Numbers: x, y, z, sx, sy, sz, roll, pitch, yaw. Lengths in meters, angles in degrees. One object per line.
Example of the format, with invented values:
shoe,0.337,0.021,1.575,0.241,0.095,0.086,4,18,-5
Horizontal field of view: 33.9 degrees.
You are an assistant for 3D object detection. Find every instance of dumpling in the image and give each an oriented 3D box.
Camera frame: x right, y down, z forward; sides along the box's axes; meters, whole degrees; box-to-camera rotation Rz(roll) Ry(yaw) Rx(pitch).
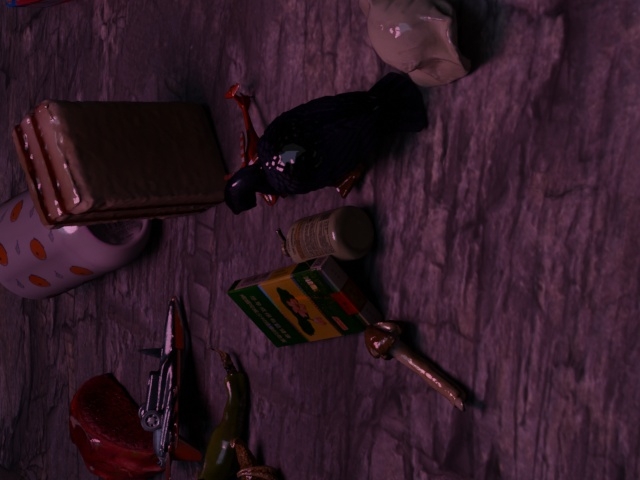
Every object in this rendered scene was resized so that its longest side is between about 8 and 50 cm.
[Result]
dumpling,0.123,-0.257,1.357,0.169,0.100,0.134,8,143,29

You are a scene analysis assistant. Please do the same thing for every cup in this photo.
cup,-0.462,-0.019,1.954,0.317,0.212,0.212,-18,85,47

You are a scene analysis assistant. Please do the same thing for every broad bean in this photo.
broad bean,-0.172,0.342,1.829,0.098,0.056,0.318,20,108,48

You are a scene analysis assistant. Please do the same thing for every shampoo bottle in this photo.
shampoo bottle,0.000,0.000,1.543,0.162,0.079,0.079,-15,87,49

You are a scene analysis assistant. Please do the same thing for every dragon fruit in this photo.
dragon fruit,-0.417,0.378,2.052,0.163,0.189,0.261,-50,53,7

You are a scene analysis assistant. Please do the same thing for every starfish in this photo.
starfish,-0.133,0.423,1.772,0.146,0.074,0.189,-13,91,32

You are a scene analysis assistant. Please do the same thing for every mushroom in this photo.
mushroom,0.137,0.170,1.452,0.187,0.060,0.061,35,108,29

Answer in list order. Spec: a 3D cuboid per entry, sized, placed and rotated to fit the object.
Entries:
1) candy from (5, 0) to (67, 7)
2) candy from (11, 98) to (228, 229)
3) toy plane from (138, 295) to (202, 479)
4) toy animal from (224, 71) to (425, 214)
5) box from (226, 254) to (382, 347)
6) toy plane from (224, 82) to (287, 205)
candy,-0.485,-0.529,1.953,0.306,0.100,0.157,5,102,48
candy,-0.311,-0.126,1.686,0.135,0.321,0.179,-25,77,45
toy plane,-0.279,0.264,1.891,0.223,0.104,0.326,-179,84,-77
toy animal,0.001,-0.124,1.441,0.298,0.185,0.122,-29,71,28
box,-0.028,0.096,1.582,0.235,0.034,0.132,-17,120,49
toy plane,-0.107,-0.142,1.641,0.126,0.077,0.194,-55,51,35
